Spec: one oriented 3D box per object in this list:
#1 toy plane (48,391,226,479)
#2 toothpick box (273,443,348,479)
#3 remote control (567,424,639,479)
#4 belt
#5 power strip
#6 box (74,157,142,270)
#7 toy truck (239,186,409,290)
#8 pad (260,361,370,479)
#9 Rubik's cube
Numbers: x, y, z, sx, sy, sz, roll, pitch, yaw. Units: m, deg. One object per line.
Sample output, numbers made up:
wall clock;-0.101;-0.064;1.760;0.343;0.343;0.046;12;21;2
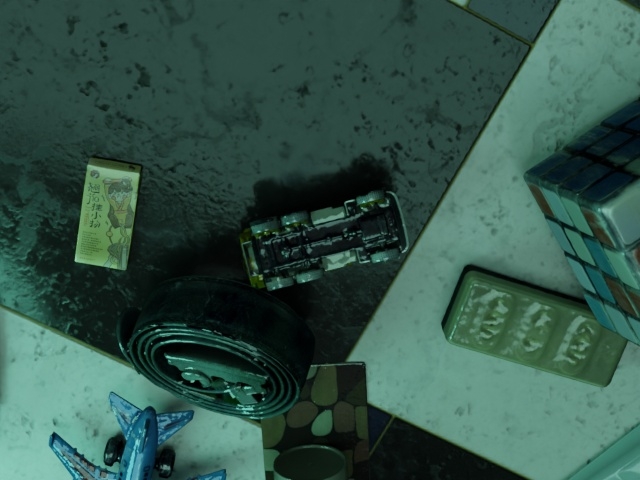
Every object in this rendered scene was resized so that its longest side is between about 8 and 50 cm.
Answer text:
toy plane;-0.270;0.351;1.691;0.254;0.105;0.271;14;110;-6
toothpick box;-0.010;0.399;1.707;0.111;0.111;0.181;-4;109;0
remote control;0.453;0.349;1.737;0.293;0.051;0.103;-40;106;13
belt;-0.141;0.138;1.583;0.267;0.116;0.206;18;141;-1
power strip;0.304;0.121;1.640;0.256;0.070;0.105;16;109;-8
box;-0.286;-0.035;1.595;0.073;0.020;0.149;9;109;-4
toy truck;0.000;0.000;1.567;0.226;0.114;0.098;-14;89;3
pad;-0.008;0.286;1.727;0.158;0.003;0.235;-3;110;0
Rubik's cube;0.449;-0.028;1.468;0.256;0.259;0.253;-33;107;-4
